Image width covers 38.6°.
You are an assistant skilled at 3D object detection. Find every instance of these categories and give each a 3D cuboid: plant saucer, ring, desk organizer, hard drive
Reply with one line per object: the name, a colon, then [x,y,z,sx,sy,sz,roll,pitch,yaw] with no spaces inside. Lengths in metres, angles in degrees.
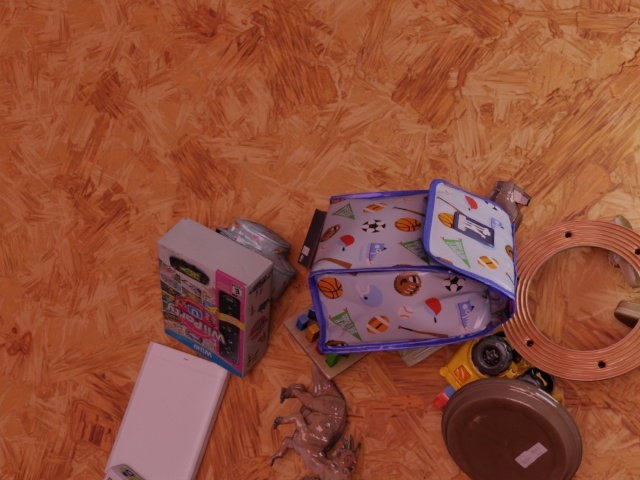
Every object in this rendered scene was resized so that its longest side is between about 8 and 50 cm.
plant saucer: [0.364,0.392,1.773,0.278,0.041,0.278,11,119,21]
ring: [0.514,0.114,1.778,0.336,0.032,0.336,-9,62,17]
desk organizer: [0.000,0.000,2.036,0.047,0.050,0.130,30,104,51]
hard drive: [-0.339,0.401,2.040,0.203,0.040,0.307,16,81,17]

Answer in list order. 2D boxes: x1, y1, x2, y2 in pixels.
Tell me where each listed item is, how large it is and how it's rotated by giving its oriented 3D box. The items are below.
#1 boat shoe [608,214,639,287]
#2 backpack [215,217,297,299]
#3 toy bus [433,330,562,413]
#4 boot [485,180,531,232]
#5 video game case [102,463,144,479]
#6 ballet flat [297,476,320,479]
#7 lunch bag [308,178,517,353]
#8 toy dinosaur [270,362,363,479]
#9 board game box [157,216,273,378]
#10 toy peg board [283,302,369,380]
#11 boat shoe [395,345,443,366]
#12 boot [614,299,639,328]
boat shoe: [0.613,0.030,1.853,0.059,0.063,0.170,-36,41,37]
backpack: [-0.141,0.041,2.005,0.188,0.166,0.144,41,97,16]
toy bus: [0.343,0.302,1.839,0.211,0.149,0.220,-47,73,15]
boot: [0.393,-0.069,1.960,0.087,0.042,0.118,25,84,25]
video game case: [-0.412,0.663,1.962,0.244,0.061,0.269,33,99,22]
ballet flat: [-0.057,0.721,1.816,0.164,0.182,0.483,18,81,-4]
lunch bag: [0.192,0.043,1.814,0.385,0.328,0.239,-2,122,12]
toy dinosaur: [0.008,0.389,1.916,0.200,0.127,0.295,10,64,6]
board game box: [-0.223,0.125,1.939,0.224,0.303,0.097,27,50,19]
toy peg board: [0.036,0.180,1.936,0.161,0.079,0.160,-31,69,-26]
boat shoe: [0.283,0.158,1.914,0.302,0.109,0.094,-29,96,10]
boot: [0.728,0.094,1.804,0.262,0.095,0.203,9,76,23]
